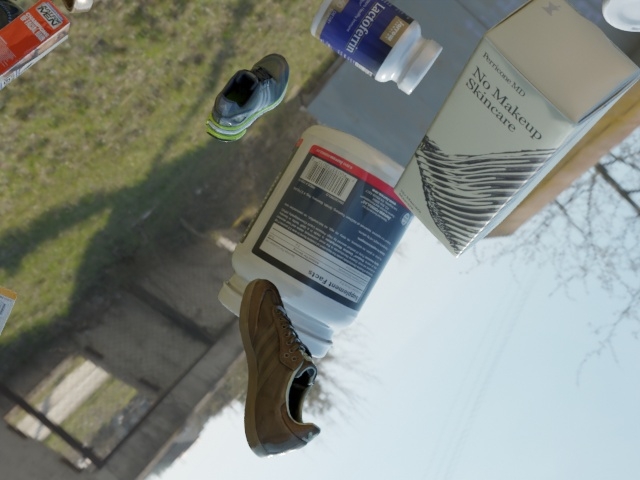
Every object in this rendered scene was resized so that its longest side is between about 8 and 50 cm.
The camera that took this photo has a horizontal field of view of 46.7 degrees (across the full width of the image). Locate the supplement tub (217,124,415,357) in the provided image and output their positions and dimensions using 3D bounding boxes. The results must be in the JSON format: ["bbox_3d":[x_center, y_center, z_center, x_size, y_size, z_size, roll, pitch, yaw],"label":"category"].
[{"bbox_3d":[0.000,0.000,1.009,0.272,0.191,0.191,-60,180,0],"label":"supplement tub"}]

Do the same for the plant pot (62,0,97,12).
[{"bbox_3d":[-0.359,-0.484,1.168,0.110,0.237,0.237,-12,164,-23],"label":"plant pot"}]

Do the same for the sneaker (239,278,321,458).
[{"bbox_3d":[-0.034,0.119,0.737,0.071,0.188,0.066,-17,147,19],"label":"sneaker"}]

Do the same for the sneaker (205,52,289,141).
[{"bbox_3d":[-0.156,-0.357,1.744,0.300,0.111,0.121,-58,178,-37],"label":"sneaker"}]

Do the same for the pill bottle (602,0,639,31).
[{"bbox_3d":[0.419,-0.367,0.961,0.094,0.094,0.169,132,-29,-69],"label":"pill bottle"}]

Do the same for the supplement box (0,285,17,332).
[{"bbox_3d":[-0.270,0.076,0.545,0.062,0.036,0.098,4,-112,42],"label":"supplement box"}]

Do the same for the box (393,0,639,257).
[{"bbox_3d":[0.169,-0.095,0.708,0.094,0.113,0.275,-37,167,-22],"label":"box"}]

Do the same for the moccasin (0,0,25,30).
[{"bbox_3d":[-0.725,-0.460,1.515,0.117,0.342,0.137,21,92,-55],"label":"moccasin"}]

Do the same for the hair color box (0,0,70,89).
[{"bbox_3d":[-0.455,-0.282,1.102,0.167,0.053,0.093,-45,-166,-15],"label":"hair color box"}]

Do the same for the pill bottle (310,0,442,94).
[{"bbox_3d":[0.123,-0.444,1.623,0.153,0.265,0.153,-55,179,-1],"label":"pill bottle"}]
